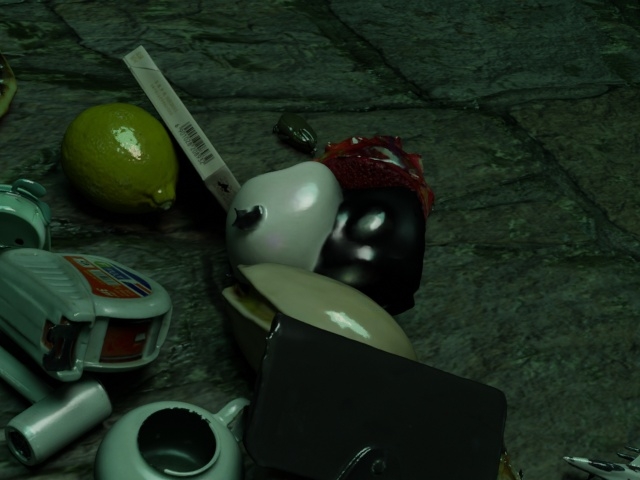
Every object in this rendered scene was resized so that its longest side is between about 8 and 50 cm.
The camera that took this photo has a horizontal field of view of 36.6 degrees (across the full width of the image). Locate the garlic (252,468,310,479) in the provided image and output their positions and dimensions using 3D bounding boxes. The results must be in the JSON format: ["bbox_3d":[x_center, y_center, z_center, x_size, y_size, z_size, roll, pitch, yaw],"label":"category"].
[{"bbox_3d":[-0.003,0.345,1.263,0.267,0.128,0.148,-13,80,-42],"label":"garlic"}]

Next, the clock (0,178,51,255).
[{"bbox_3d":[-0.477,-0.017,1.437,0.148,0.188,0.060,4,40,-14],"label":"clock"}]

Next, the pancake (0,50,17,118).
[{"bbox_3d":[-0.709,-0.265,1.761,0.305,0.067,0.426,-11,47,-21],"label":"pancake"}]

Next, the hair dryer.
[{"bbox_3d":[-0.409,0.194,1.309,0.236,0.073,0.131,34,42,23],"label":"hair dryer"}]

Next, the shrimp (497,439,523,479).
[{"bbox_3d":[0.208,0.380,1.343,0.169,0.058,0.296,9,42,-7],"label":"shrimp"}]

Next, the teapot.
[{"bbox_3d":[-0.189,0.288,1.231,0.193,0.129,0.294,38,43,22],"label":"teapot"}]

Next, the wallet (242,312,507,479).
[{"bbox_3d":[0.075,0.238,1.262,0.378,0.051,0.197,21,71,-22],"label":"wallet"}]

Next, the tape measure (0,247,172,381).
[{"bbox_3d":[-0.333,0.106,1.349,0.246,0.125,0.243,7,16,-47],"label":"tape measure"}]

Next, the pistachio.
[{"bbox_3d":[-0.007,0.153,1.406,0.332,0.208,0.226,40,2,17],"label":"pistachio"}]

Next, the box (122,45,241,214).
[{"bbox_3d":[-0.226,-0.176,1.728,0.051,0.204,0.365,-35,54,-3],"label":"box"}]

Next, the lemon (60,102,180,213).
[{"bbox_3d":[-0.335,-0.137,1.647,0.248,0.184,0.184,35,41,20],"label":"lemon"}]

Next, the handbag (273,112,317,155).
[{"bbox_3d":[-0.046,-0.215,1.957,0.072,0.047,0.111,-17,50,-43],"label":"handbag"}]

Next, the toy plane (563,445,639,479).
[{"bbox_3d":[0.480,0.365,1.458,0.234,0.082,0.160,7,48,9],"label":"toy plane"}]

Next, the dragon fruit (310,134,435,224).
[{"bbox_3d":[0.110,-0.155,1.884,0.274,0.126,0.161,20,39,1],"label":"dragon fruit"}]

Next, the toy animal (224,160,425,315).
[{"bbox_3d":[0.000,0.000,1.568,0.310,0.251,0.251,7,40,-8],"label":"toy animal"}]
